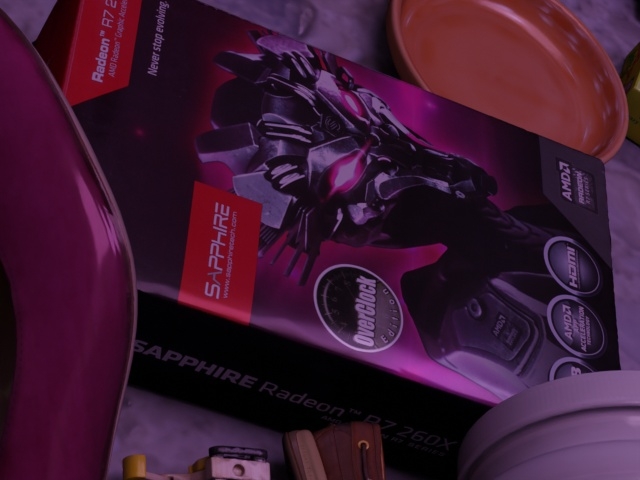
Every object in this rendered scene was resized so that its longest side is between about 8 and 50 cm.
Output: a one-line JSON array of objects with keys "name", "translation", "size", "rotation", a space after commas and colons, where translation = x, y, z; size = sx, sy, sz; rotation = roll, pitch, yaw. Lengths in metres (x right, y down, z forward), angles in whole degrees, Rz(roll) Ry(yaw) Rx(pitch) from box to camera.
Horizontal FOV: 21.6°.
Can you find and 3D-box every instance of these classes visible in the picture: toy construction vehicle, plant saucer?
[{"name": "toy construction vehicle", "translation": [-0.056, 0.153, 0.879], "size": [0.098, 0.035, 0.086], "rotation": [7, 63, -26]}, {"name": "plant saucer", "translation": [0.131, -0.120, 1.217], "size": [0.200, 0.037, 0.200], "rotation": [19, 47, -21]}]

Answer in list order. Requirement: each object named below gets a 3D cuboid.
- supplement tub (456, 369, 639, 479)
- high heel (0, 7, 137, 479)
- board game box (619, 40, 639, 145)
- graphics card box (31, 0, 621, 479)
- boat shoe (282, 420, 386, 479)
[{"name": "supplement tub", "translation": [0.157, 0.223, 0.842], "size": [0.191, 0.191, 0.272], "rotation": [18, 47, -20]}, {"name": "high heel", "translation": [-0.165, 0.075, 0.745], "size": [0.181, 0.127, 0.377], "rotation": [-15, 77, -19]}, {"name": "board game box", "translation": [0.313, -0.081, 1.298], "size": [0.181, 0.043, 0.092], "rotation": [33, 44, -5]}, {"name": "graphics card box", "translation": [0.000, 0.000, 0.993], "size": [0.371, 0.094, 0.233], "rotation": [21, 47, -19]}, {"name": "boat shoe", "translation": [0.032, 0.172, 0.881], "size": [0.060, 0.064, 0.178], "rotation": [-16, 59, -8]}]
